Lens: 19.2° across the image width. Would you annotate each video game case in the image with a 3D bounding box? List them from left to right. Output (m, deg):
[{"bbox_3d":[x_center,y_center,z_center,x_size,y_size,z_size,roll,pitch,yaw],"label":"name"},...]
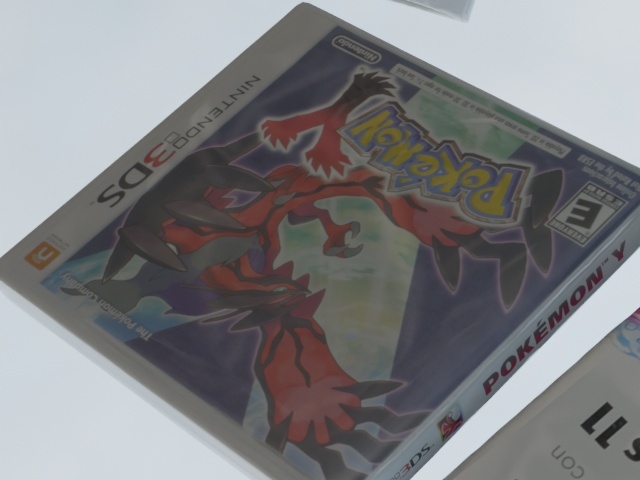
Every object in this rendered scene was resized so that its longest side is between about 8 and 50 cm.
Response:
[{"bbox_3d":[0.000,0.000,0.729,0.201,0.023,0.183,31,-116,36],"label":"video game case"}]

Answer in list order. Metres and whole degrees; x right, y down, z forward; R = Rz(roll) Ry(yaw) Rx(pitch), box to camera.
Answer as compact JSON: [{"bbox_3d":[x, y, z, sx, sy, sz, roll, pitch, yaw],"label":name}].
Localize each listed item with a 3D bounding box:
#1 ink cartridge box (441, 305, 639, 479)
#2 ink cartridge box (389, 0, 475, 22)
[{"bbox_3d":[0.172,0.120,0.673,0.353,0.119,0.207,-40,-112,-10],"label":"ink cartridge box"},{"bbox_3d":[0.050,-0.232,0.985,0.160,0.092,0.219,-138,-114,-71],"label":"ink cartridge box"}]
